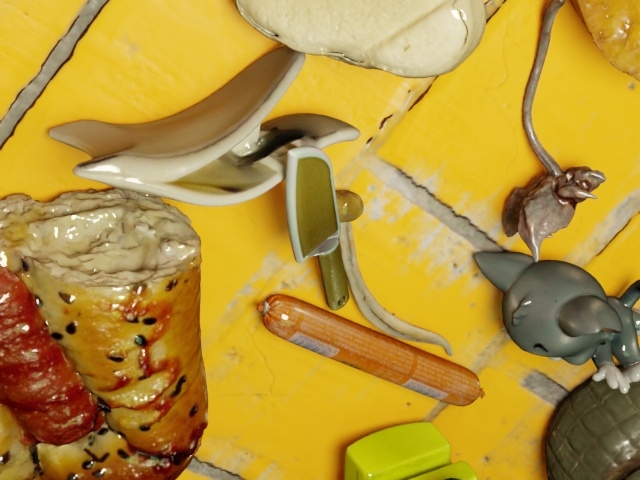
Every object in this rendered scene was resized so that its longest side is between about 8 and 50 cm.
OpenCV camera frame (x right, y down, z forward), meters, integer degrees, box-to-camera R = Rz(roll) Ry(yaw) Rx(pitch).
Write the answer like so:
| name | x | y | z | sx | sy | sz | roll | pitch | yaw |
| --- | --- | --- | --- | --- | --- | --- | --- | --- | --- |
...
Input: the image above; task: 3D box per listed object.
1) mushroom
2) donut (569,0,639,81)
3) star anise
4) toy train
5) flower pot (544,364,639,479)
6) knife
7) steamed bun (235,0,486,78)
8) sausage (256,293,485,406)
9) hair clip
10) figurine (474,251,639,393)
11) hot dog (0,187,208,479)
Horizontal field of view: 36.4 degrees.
| name | x | y | z | sx | sy | sz | roll | pitch | yaw |
| --- | --- | --- | --- | --- | --- | --- | --- | --- | --- |
| mushroom | 0.076 | 0.059 | 1.155 | 0.068 | 0.043 | 0.306 | -17 | 128 | 20 |
| donut | 0.356 | -0.300 | 0.964 | 0.278 | 0.108 | 0.277 | -7 | 122 | -11 |
| star anise | 0.229 | -0.116 | 1.058 | 0.218 | 0.148 | 0.227 | -28 | 100 | 41 |
| toy train | 0.127 | 0.442 | 1.263 | 0.179 | 0.272 | 0.442 | -13 | 124 | -24 |
| flower pot | 0.455 | 0.319 | 1.312 | 0.302 | 0.213 | 0.301 | -7 | 122 | -11 |
| knife | -0.001 | 0.001 | 1.008 | 0.061 | 0.027 | 0.343 | -39 | 154 | -16 |
| steamed bun | 0.055 | -0.242 | 0.890 | 0.212 | 0.110 | 0.231 | 45 | 130 | -9 |
| sausage | 0.069 | 0.139 | 1.189 | 0.348 | 0.053 | 0.053 | 24 | 112 | -27 |
| hair clip | -0.102 | -0.098 | 0.943 | 0.282 | 0.172 | 0.113 | -26 | 116 | -15 |
| figurine | 0.327 | 0.098 | 1.171 | 0.265 | 0.193 | 0.140 | -2 | 121 | -28 |
| hot dog | -0.300 | 0.151 | 1.018 | 0.367 | 0.196 | 0.365 | -5 | 126 | -9 |
